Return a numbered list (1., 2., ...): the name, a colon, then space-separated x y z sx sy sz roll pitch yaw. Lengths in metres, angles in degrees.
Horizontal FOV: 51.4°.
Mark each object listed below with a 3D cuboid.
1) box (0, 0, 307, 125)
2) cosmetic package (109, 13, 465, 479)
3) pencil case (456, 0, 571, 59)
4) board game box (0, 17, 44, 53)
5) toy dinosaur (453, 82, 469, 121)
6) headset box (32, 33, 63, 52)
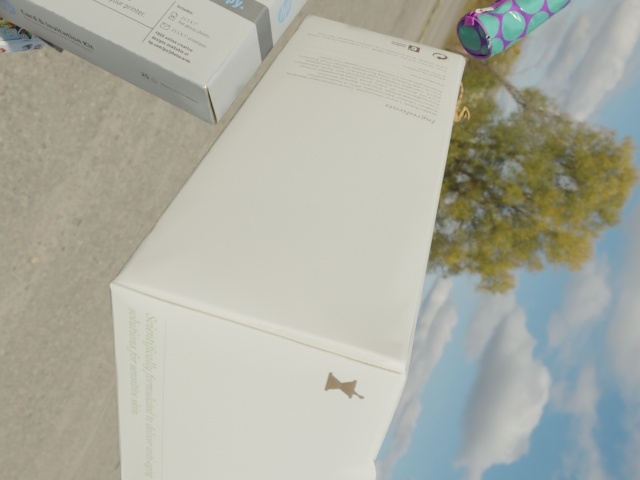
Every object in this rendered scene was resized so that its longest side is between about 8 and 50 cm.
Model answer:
1. box: -0.070 -0.172 0.371 0.186 0.145 0.038 -58 169 -20
2. cosmetic package: 0.000 0.000 0.494 0.365 0.155 0.197 -67 172 -51
3. pencil case: 0.259 -0.304 0.884 0.152 0.064 0.070 -35 136 -10
4. board game box: -0.871 -0.555 1.650 0.305 0.193 0.053 -22 176 -39
5. toy dinosaur: 0.323 -0.312 1.631 0.112 0.064 0.211 -31 156 -50
6. headset box: -0.601 -0.564 1.501 0.218 0.293 0.110 -54 135 2
